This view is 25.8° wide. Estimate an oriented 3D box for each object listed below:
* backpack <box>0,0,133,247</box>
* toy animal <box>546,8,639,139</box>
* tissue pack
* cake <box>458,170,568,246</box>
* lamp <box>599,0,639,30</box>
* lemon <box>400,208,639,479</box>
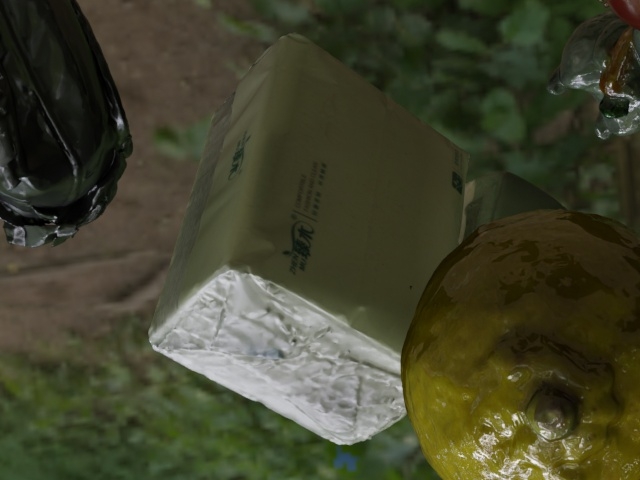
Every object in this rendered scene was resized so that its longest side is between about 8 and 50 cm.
[{"bbox_3d":[-0.361,-0.174,1.601,0.255,0.363,0.446,-29,-179,-9],"label":"backpack"},{"bbox_3d":[0.332,-0.184,1.322,0.125,0.127,0.251,4,169,-29],"label":"toy animal"},{"bbox_3d":[0.000,0.000,1.593,0.297,0.380,0.207,30,135,-22],"label":"tissue pack"},{"bbox_3d":[0.199,0.038,1.879,0.283,0.172,0.158,-40,-176,-21],"label":"cake"},{"bbox_3d":[0.280,-0.254,1.022,0.227,0.227,0.227,-7,-176,0],"label":"lamp"},{"bbox_3d":[0.194,0.105,1.147,0.285,0.285,0.316,-5,151,20],"label":"lemon"}]
